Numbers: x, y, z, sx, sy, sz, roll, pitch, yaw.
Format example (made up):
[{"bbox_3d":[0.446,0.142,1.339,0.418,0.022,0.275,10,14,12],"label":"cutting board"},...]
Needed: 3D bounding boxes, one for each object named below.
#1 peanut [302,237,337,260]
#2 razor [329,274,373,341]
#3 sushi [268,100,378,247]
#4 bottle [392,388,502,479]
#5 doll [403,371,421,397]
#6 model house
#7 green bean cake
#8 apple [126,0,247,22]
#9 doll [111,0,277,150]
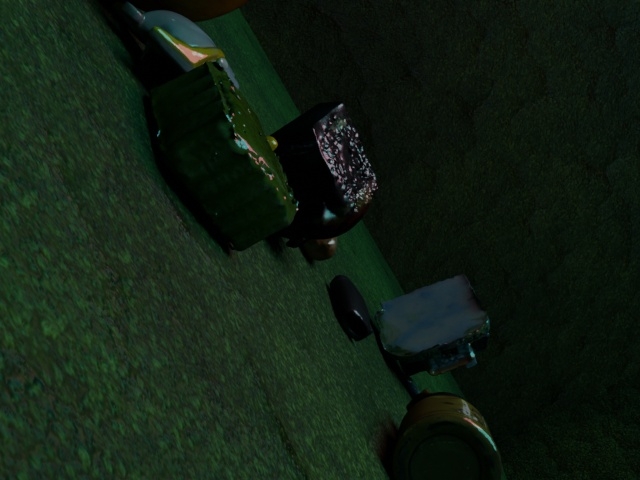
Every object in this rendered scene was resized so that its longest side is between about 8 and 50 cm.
[{"bbox_3d":[0.000,0.000,1.714,0.076,0.076,0.152,60,2,-6],"label":"peanut"},{"bbox_3d":[0.062,0.134,1.700,0.090,0.054,0.148,53,9,-27],"label":"razor"},{"bbox_3d":[-0.012,-0.103,1.452,0.212,0.215,0.227,60,6,-12],"label":"sushi"},{"bbox_3d":[0.220,0.354,1.474,0.172,0.171,0.351,62,7,4],"label":"bottle"},{"bbox_3d":[0.237,0.378,2.095,0.125,0.027,0.037,59,11,-19],"label":"doll"},{"bbox_3d":[0.289,0.265,2.097,0.226,0.261,0.241,-108,179,-53],"label":"model house"},{"bbox_3d":[-0.124,-0.113,1.101,0.200,0.113,0.214,54,10,-44],"label":"green bean cake"},{"bbox_3d":[-0.195,-0.481,1.208,0.340,0.339,0.339,60,7,-12],"label":"apple"},{"bbox_3d":[-0.174,-0.231,1.221,0.316,0.103,0.146,48,20,-43],"label":"doll"}]
